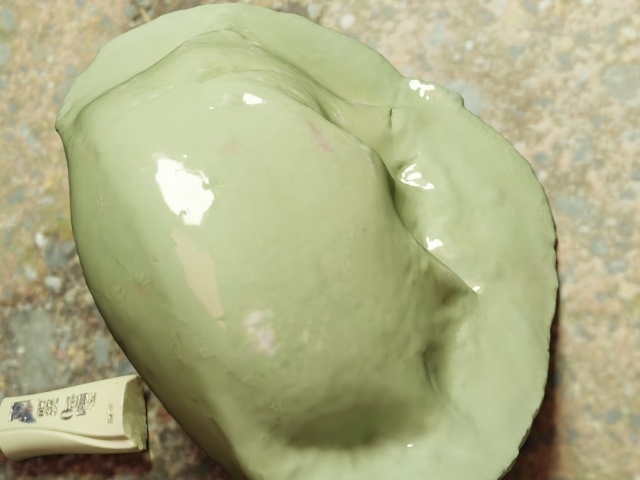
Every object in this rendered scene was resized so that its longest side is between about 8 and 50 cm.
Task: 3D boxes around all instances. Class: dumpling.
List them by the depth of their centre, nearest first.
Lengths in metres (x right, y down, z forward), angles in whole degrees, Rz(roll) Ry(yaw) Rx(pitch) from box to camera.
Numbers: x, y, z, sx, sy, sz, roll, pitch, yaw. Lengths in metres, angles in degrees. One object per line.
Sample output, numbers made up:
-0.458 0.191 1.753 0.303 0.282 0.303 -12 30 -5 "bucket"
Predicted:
-0.028 0.009 0.982 0.212 0.270 0.320 -23 92 40 "dumpling"

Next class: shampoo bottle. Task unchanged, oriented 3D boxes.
-0.175 0.119 1.100 0.141 0.034 0.049 -10 78 23 "shampoo bottle"
